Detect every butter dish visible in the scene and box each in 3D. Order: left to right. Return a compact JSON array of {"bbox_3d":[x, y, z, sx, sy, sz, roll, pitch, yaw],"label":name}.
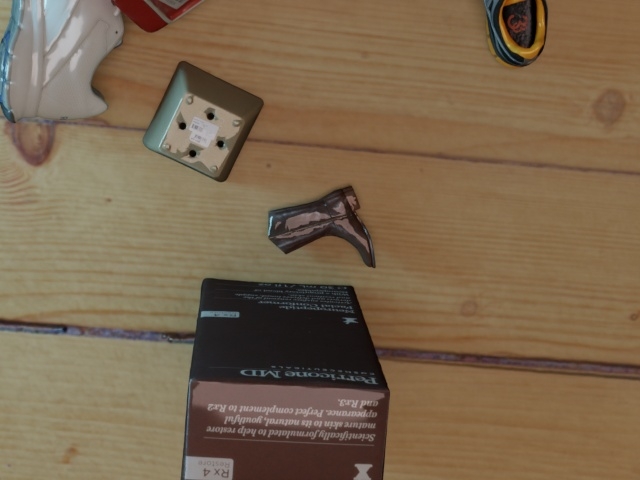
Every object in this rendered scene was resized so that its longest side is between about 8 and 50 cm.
[{"bbox_3d":[-0.164,-0.318,1.282,0.160,0.160,0.118,-35,82,4],"label":"butter dish"}]

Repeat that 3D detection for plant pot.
[{"bbox_3d":[-0.133,-0.125,1.344,0.109,0.096,0.109,25,102,-10],"label":"plant pot"}]

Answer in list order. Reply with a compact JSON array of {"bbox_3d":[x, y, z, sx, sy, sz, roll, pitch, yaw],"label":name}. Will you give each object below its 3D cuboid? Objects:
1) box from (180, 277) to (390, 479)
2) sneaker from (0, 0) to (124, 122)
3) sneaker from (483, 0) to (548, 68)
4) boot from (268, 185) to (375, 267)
[{"bbox_3d":[-0.045,0.152,1.275,0.191,0.381,0.143,4,104,-5],"label":"box"},{"bbox_3d":[-0.276,-0.271,1.307,0.129,0.111,0.297,5,108,-22],"label":"sneaker"},{"bbox_3d":[0.212,-0.296,1.335,0.084,0.083,0.215,-19,104,2],"label":"sneaker"},{"bbox_3d":[0.000,0.000,1.417,0.114,0.037,0.106,-20,92,-2],"label":"boot"}]
